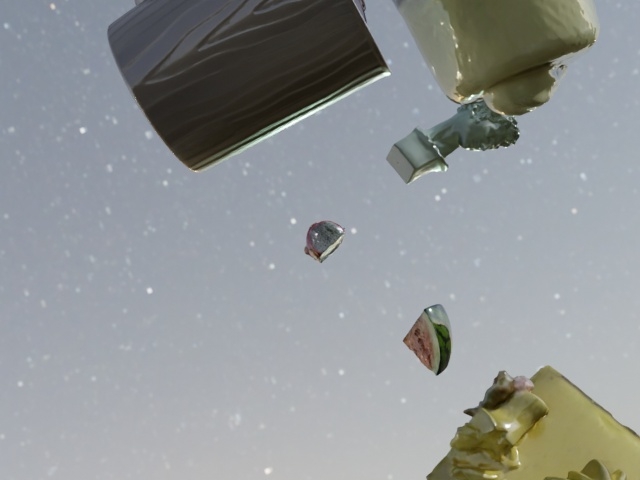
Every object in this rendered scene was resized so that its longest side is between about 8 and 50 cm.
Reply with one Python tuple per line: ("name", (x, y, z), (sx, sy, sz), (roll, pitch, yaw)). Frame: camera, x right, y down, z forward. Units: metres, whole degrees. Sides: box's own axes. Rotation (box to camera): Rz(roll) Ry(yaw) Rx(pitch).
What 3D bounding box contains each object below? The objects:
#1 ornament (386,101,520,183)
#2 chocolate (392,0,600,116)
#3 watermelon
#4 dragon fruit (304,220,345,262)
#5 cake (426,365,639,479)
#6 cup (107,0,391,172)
("ornament", (0.271, -0.216, 2.175), (0.285, 0.130, 0.120), (-20, -14, -6))
("chocolate", (0.320, -0.369, 1.735), (0.326, 0.297, 0.314), (-33, 0, -4))
("watermelon", (0.200, 0.179, 1.934), (0.094, 0.125, 0.135), (-16, 5, 15))
("dragon fruit", (0.000, 0.000, 1.939), (0.083, 0.060, 0.056), (-45, -10, -26))
("cake", (0.263, 0.295, 1.185), (0.222, 0.227, 0.286), (-36, -35, -26))
("cup", (-0.095, -0.253, 1.185), (0.273, 0.288, 0.208), (-30, 18, 8))
